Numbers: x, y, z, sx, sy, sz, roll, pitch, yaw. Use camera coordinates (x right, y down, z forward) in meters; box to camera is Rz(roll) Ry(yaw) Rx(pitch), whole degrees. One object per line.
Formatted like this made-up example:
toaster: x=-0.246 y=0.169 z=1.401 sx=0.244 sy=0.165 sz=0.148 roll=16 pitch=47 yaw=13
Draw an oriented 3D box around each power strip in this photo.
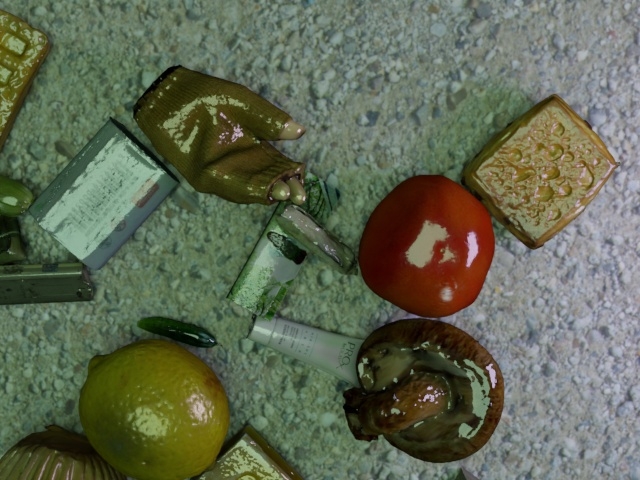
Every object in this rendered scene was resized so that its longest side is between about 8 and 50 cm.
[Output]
power strip: x=-0.554 y=0.082 z=1.603 sx=0.268 sy=0.034 sz=0.092 roll=-3 pitch=139 yaw=0

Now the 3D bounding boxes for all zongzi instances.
zongzi: x=-0.605 y=-0.007 z=1.613 sx=0.109 sy=0.055 sz=0.119 roll=-19 pitch=75 yaw=17

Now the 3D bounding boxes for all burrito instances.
burrito: x=-0.001 y=0.000 z=1.546 sx=0.188 sy=0.045 sz=0.058 roll=39 pitch=57 yaw=-15

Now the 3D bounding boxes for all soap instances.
soap: x=-0.103 y=0.504 z=1.653 sx=0.173 sy=0.089 sz=0.274 roll=-44 pitch=94 yaw=5

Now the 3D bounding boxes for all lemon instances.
lemon: x=-0.293 y=0.301 z=1.547 sx=0.268 sy=0.267 sz=0.267 roll=0 pitch=97 yaw=-1

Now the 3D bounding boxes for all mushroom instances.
mushroom: x=0.177 y=0.271 z=1.573 sx=0.283 sy=0.195 sz=0.263 roll=-13 pitch=90 yaw=-4

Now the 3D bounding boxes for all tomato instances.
tomato: x=0.198 y=0.013 z=1.554 sx=0.260 sy=0.180 sz=0.259 roll=0 pitch=97 yaw=-3

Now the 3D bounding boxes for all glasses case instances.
glasses case: x=-0.065 y=0.008 z=1.583 sx=0.095 sy=0.062 sz=0.272 roll=29 pitch=84 yaw=-4

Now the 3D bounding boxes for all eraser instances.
eraser: x=-0.394 y=-0.084 z=1.585 sx=0.174 sy=0.081 sz=0.227 roll=43 pitch=95 yaw=-1

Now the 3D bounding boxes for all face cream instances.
face cream: x=-0.019 y=0.198 z=1.636 sx=0.244 sy=0.058 sz=0.092 roll=20 pitch=83 yaw=-7

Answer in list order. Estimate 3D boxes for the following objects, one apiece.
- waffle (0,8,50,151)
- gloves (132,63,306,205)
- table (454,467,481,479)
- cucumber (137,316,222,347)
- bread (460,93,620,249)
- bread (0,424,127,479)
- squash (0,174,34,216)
waffle: x=-0.615 y=-0.285 z=1.570 sx=0.168 sy=0.057 sz=0.274 roll=28 pitch=96 yaw=-4
gloves: x=-0.165 y=-0.172 z=1.536 sx=0.356 sy=0.155 sz=0.203 roll=37 pitch=79 yaw=16
table: x=0.275 y=0.494 z=1.659 sx=0.062 sy=0.079 sz=0.083 roll=34 pitch=97 yaw=-5
cucumber: x=-0.263 y=0.172 z=1.638 sx=0.168 sy=0.039 sz=0.039 roll=16 pitch=96 yaw=-1
bread: x=0.399 y=-0.126 z=1.583 sx=0.210 sy=0.099 sz=0.235 roll=45 pitch=100 yaw=-3
bread: x=-0.462 y=0.432 z=1.555 sx=0.274 sy=0.274 sz=0.149 roll=12 pitch=88 yaw=-2
squash: x=-0.629 y=-0.101 z=1.577 sx=0.239 sy=0.069 sz=0.069 roll=18 pitch=96 yaw=7
